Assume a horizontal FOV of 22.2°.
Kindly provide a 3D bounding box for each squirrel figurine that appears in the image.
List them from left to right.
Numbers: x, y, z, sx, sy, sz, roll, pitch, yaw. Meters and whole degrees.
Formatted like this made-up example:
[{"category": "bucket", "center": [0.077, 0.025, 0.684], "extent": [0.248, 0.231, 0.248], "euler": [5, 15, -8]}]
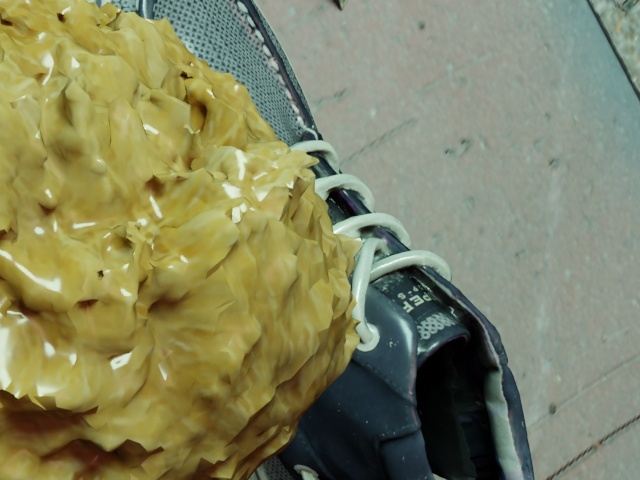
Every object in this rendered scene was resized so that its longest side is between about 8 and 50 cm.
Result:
[{"category": "squirrel figurine", "center": [-0.191, -0.047, 0.494], "extent": [0.370, 0.397, 0.281], "euler": [47, 71, -15]}]

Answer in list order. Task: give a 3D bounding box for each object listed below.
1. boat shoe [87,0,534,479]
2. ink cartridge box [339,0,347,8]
[{"category": "boat shoe", "center": [0.000, 0.000, 0.789], "extent": [0.127, 0.158, 0.340], "euler": [-34, 111, -35]}, {"category": "ink cartridge box", "center": [-0.010, -0.271, 0.836], "extent": [0.189, 0.097, 0.255], "euler": [-63, 158, -21]}]
